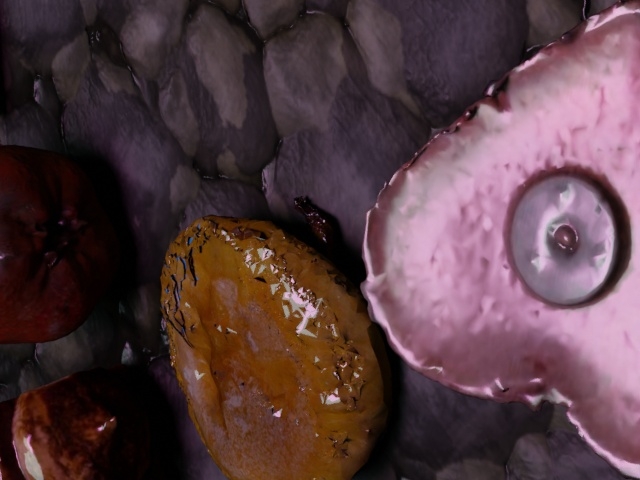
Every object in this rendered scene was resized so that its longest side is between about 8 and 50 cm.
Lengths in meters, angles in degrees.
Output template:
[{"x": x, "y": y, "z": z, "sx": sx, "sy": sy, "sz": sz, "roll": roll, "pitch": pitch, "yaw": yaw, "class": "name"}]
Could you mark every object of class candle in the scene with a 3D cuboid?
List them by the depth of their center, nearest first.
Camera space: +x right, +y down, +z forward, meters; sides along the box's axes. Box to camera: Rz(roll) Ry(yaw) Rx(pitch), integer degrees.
[{"x": 0.190, "y": -0.014, "z": 1.241, "sx": 0.317, "sy": 0.131, "sz": 0.287, "roll": 15, "pitch": 106, "yaw": 35, "class": "candle"}]

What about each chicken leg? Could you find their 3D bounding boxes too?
[{"x": 0.001, "y": 0.001, "z": 1.534, "sx": 0.036, "sy": 0.021, "sz": 0.083, "roll": -32, "pitch": 76, "yaw": 64, "class": "chicken leg"}]

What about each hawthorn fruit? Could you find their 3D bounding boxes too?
[{"x": -0.282, "y": 0.007, "z": 1.747, "sx": 0.202, "sy": 0.185, "sz": 0.185, "roll": -15, "pitch": 90, "yaw": 55, "class": "hawthorn fruit"}]

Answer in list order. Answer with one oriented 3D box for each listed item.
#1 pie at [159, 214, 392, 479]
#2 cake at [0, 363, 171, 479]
[{"x": -0.049, "y": 0.096, "z": 1.579, "sx": 0.273, "sy": 0.069, "sz": 0.273, "roll": 22, "pitch": 122, "yaw": 41, "class": "pie"}, {"x": -0.247, "y": 0.235, "z": 1.766, "sx": 0.293, "sy": 0.196, "sz": 0.198, "roll": -28, "pitch": 81, "yaw": 44, "class": "cake"}]
